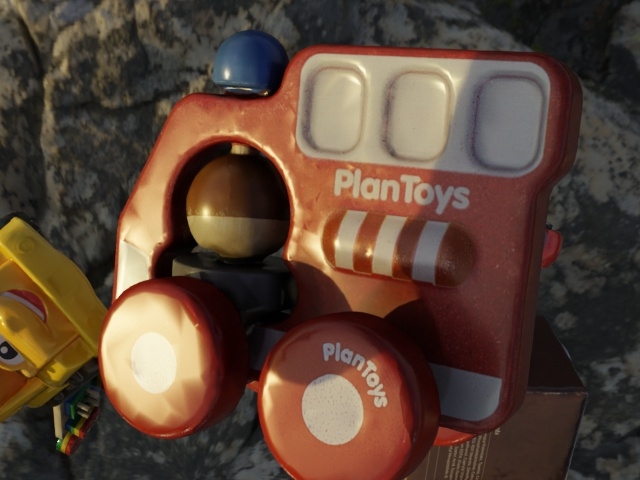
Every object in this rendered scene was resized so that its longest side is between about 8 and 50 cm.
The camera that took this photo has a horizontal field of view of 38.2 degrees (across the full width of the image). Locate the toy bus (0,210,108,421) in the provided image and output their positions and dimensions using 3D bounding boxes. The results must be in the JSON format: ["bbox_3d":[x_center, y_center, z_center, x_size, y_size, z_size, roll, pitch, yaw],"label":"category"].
[{"bbox_3d":[-0.286,0.100,0.761,0.211,0.220,0.149,-41,94,-28],"label":"toy bus"}]

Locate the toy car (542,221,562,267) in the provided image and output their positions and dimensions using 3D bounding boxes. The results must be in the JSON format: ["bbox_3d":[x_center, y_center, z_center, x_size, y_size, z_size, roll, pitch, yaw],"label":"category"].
[{"bbox_3d":[0.156,-0.009,1.116,0.225,0.053,0.239,-38,103,2],"label":"toy car"}]

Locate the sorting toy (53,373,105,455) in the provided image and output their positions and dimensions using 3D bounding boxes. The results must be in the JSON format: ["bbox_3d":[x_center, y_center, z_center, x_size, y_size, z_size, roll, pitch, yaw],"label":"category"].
[{"bbox_3d":[-0.336,0.215,1.361,0.046,0.274,0.132,25,53,5],"label":"sorting toy"}]

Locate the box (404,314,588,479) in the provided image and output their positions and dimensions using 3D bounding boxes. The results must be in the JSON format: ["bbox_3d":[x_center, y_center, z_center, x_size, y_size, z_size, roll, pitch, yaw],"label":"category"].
[{"bbox_3d":[0.190,0.202,1.136,0.203,0.168,0.167,2,117,-6],"label":"box"}]

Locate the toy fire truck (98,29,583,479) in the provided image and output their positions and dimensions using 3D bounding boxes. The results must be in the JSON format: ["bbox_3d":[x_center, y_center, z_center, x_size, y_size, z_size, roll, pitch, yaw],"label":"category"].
[{"bbox_3d":[0.000,0.000,0.582,0.302,0.169,0.254,10,97,30],"label":"toy fire truck"}]
